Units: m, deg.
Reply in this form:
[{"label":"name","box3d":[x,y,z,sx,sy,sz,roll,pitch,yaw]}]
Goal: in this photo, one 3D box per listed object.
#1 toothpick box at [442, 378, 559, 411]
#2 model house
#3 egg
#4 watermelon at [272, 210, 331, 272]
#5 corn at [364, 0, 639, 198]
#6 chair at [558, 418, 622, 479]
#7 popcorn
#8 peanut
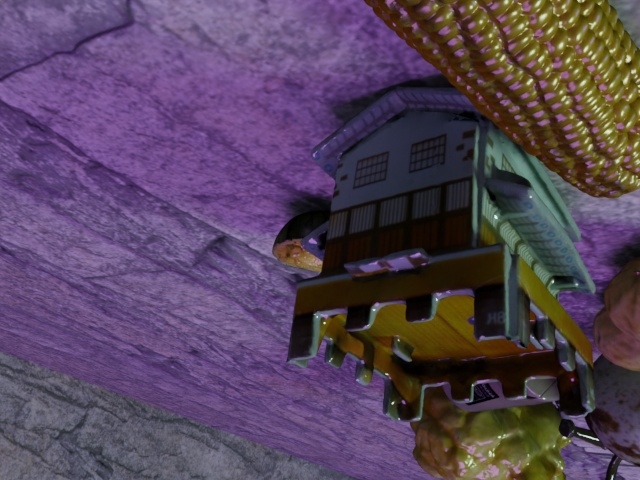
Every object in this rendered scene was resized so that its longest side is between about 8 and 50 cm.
[{"label":"toothpick box","box3d":[0.258,0.177,0.926,0.111,0.111,0.180,20,156,-15]},{"label":"model house","box3d":[0.108,0.022,0.551,0.198,0.216,0.224,-11,147,36]},{"label":"egg","box3d":[0.440,0.194,0.810,0.231,0.169,0.169,-11,147,26]},{"label":"watermelon","box3d":[0.000,0.000,0.736,0.105,0.062,0.105,7,161,2]},{"label":"corn","box3d":[0.120,-0.118,0.390,0.310,0.102,0.101,33,148,-33]},{"label":"chair","box3d":[0.592,0.487,0.936,0.409,0.365,0.361,10,179,-28]},{"label":"popcorn","box3d":[0.285,0.326,1.102,0.286,0.252,0.215,10,118,-36]},{"label":"peanut","box3d":[0.351,0.078,0.697,0.103,0.098,0.229,48,171,30]}]
